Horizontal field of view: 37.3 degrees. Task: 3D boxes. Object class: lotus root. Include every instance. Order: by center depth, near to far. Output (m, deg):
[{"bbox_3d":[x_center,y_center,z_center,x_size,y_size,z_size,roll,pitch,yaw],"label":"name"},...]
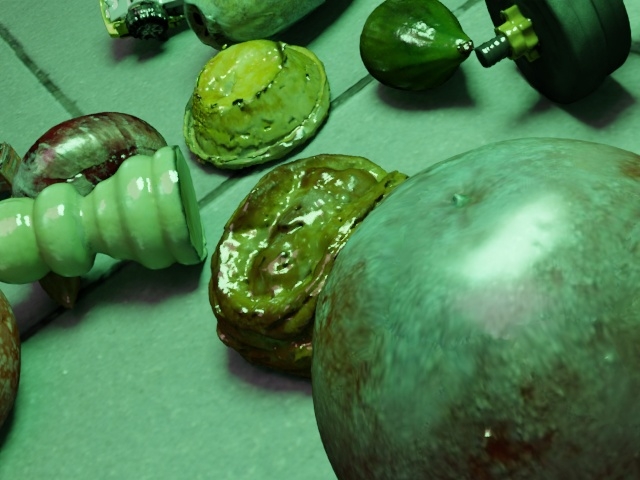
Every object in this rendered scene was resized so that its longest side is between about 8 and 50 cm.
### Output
[{"bbox_3d":[-0.045,-0.368,1.281,0.322,0.140,0.158,-37,7,-26],"label":"lotus root"}]

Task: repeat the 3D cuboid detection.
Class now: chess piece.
[{"bbox_3d":[-0.258,-0.017,1.038,0.243,0.133,0.133,-12,43,1],"label":"chess piece"}]

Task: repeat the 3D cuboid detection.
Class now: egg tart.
[{"bbox_3d":[-0.089,-0.181,1.184,0.212,0.090,0.212,-15,47,17],"label":"egg tart"}]

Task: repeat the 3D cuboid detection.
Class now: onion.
[{"bbox_3d":[-0.283,-0.104,1.145,0.151,0.098,0.206,35,49,20],"label":"onion"}]

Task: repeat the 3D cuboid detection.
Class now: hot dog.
[{"bbox_3d":[-0.002,0.000,0.931,0.175,0.114,0.259,9,54,33],"label":"hot dog"}]

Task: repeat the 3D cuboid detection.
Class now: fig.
[{"bbox_3d":[0.122,-0.218,1.083,0.117,0.117,0.177,-41,39,-14],"label":"fig"}]

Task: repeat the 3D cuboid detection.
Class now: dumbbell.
[{"bbox_3d":[0.331,-0.288,0.992,0.388,0.185,0.185,-31,41,-4],"label":"dumbbell"}]

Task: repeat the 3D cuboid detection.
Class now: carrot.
[{"bbox_3d":[-0.319,0.014,1.132,0.072,0.072,0.205,-30,49,-3],"label":"carrot"}]

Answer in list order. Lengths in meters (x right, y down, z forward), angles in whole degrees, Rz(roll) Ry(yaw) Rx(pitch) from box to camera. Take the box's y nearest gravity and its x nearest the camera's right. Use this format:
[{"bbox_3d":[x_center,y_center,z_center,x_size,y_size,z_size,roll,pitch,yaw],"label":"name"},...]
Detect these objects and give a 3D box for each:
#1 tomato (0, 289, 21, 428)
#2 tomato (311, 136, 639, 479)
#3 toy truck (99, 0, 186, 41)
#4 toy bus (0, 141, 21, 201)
[{"bbox_3d":[-0.445,0.120,0.964,0.270,0.227,0.270,-13,46,14],"label":"tomato"},{"bbox_3d":[0.146,0.083,0.659,0.317,0.282,0.316,-23,30,14],"label":"tomato"},{"bbox_3d":[-0.189,-0.378,1.410,0.286,0.111,0.136,-14,74,2],"label":"toy truck"},{"bbox_3d":[-0.512,-0.067,1.284,0.235,0.096,0.073,-15,44,14],"label":"toy bus"}]
